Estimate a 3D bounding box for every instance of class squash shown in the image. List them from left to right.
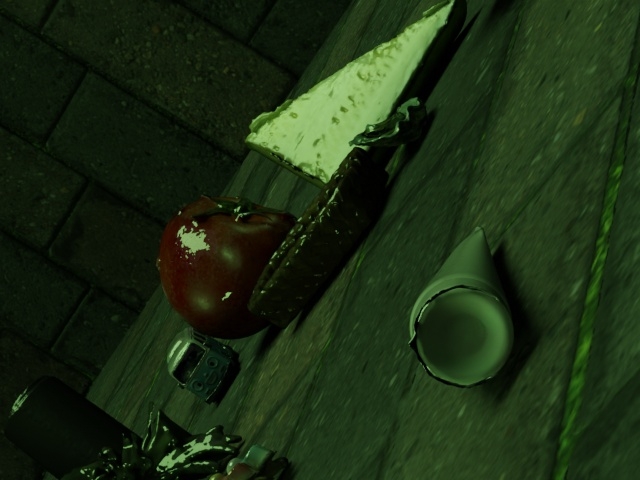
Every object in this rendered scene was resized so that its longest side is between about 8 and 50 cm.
[{"bbox_3d":[0.052,-0.171,2.062,0.169,0.093,0.252,30,88,39],"label":"squash"}]

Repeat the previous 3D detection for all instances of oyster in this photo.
[{"bbox_3d":[0.068,-0.106,1.891,0.100,0.037,0.098,-34,9,-36],"label":"oyster"}]

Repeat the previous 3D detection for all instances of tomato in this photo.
[{"bbox_3d":[-0.092,0.031,2.065,0.167,0.167,0.167,-57,7,11],"label":"tomato"}]

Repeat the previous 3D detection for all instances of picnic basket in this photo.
[{"bbox_3d":[0.000,0.000,1.901,0.193,0.055,0.110,-54,7,34],"label":"picnic basket"}]

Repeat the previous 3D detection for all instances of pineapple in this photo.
[{"bbox_3d":[-0.216,0.285,1.842,0.340,0.169,0.169,-48,9,12],"label":"pineapple"}]

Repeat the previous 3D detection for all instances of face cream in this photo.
[{"bbox_3d":[0.083,0.041,1.155,0.092,0.058,0.243,-62,0,5],"label":"face cream"}]

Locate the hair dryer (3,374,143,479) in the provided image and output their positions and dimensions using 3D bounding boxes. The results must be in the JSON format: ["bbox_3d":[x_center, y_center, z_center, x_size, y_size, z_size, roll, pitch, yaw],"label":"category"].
[{"bbox_3d":[-0.214,0.237,2.052,0.089,0.197,0.251,-57,-14,1],"label":"hair dryer"}]

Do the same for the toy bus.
[{"bbox_3d":[-0.139,0.140,2.189,0.060,0.075,0.123,-58,7,2],"label":"toy bus"}]

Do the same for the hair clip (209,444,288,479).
[{"bbox_3d":[-0.070,0.195,1.434,0.062,0.056,0.214,-51,2,16],"label":"hair clip"}]
